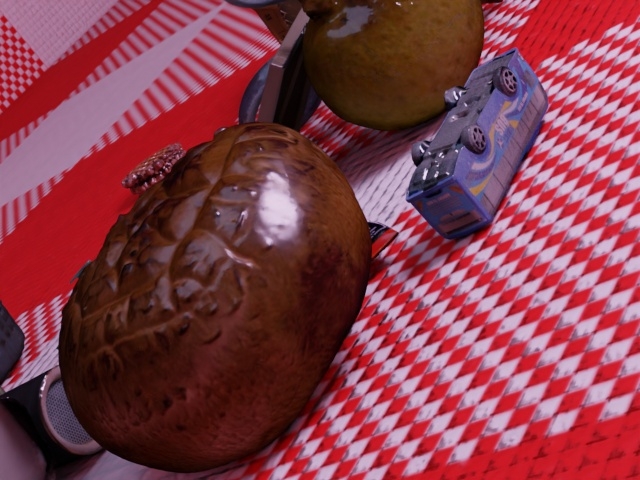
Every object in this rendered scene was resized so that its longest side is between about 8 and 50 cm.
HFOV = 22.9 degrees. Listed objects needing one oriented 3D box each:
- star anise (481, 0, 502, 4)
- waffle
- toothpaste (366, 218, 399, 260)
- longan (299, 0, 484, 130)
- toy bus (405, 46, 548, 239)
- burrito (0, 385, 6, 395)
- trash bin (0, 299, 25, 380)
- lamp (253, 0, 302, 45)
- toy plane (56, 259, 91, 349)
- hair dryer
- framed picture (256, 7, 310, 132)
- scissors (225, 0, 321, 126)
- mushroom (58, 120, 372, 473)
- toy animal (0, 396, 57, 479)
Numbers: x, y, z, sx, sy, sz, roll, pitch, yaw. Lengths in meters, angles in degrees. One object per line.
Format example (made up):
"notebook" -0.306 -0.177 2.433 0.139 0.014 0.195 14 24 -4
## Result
"star anise" 0.089 -0.255 1.380 0.196 0.212 0.111 -28 44 18
"waffle" -0.187 -0.082 1.790 0.075 0.029 0.083 -30 15 18
"toothpaste" 0.000 0.000 1.154 0.071 0.045 0.193 -48 23 -3
"longan" 0.050 -0.171 1.270 0.145 0.176 0.154 -28 48 41
"toy bus" 0.106 -0.067 1.060 0.051 0.061 0.153 -22 24 40
"burrito" -0.356 0.194 1.314 0.229 0.089 0.144 -44 19 -10
"trash bin" -0.376 0.082 1.519 0.175 0.161 0.175 -37 19 15
"lamp" 0.000 -0.278 1.703 0.161 0.161 0.185 -37 15 5
"toy plane" -0.170 0.013 1.451 0.096 0.060 0.235 -37 11 35
"hair dryer" -0.180 0.101 1.252 0.128 0.070 0.255 -27 12 36
"framed picture" -0.030 -0.118 1.380 0.250 0.016 0.184 -70 -5 -59
"scissors" 0.066 -0.264 1.510 0.383 0.256 0.029 -32 50 -16
"mushroom" -0.067 0.035 1.018 0.253 0.153 0.253 -44 17 17
"toy animal" -0.383 0.160 1.125 0.357 0.257 0.194 2 30 33
